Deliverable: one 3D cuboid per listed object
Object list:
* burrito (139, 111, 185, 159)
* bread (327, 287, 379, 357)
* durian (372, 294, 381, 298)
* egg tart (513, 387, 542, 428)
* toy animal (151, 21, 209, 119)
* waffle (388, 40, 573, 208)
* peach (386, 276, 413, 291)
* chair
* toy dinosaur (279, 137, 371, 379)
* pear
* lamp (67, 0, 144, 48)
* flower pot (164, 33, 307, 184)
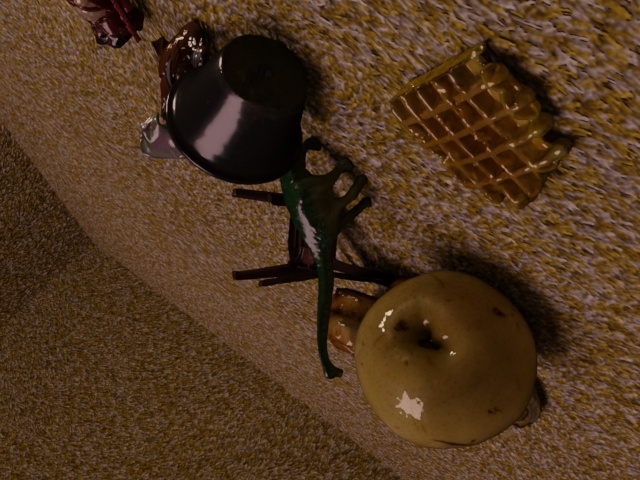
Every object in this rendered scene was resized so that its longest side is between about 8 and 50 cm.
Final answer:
[{"bbox_3d":[-0.209,-0.193,1.533,0.144,0.229,0.089,160,95,-70],"label":"burrito"},{"bbox_3d":[0.101,0.174,1.689,0.198,0.120,0.236,20,-178,-13],"label":"bread"},{"bbox_3d":[0.159,0.213,1.871,0.208,0.102,0.146,42,159,-9],"label":"durian"},{"bbox_3d":[0.295,0.286,1.713,0.315,0.120,0.315,39,162,15],"label":"egg tart"},{"bbox_3d":[-0.239,-0.288,1.504,0.089,0.188,0.179,6,-159,-29],"label":"toy animal"},{"bbox_3d":[0.213,-0.129,1.068,0.219,0.057,0.229,47,161,-13],"label":"waffle"},{"bbox_3d":[0.177,0.104,1.650,0.098,0.061,0.098,33,-179,-1],"label":"peach"},{"bbox_3d":[0.000,0.000,1.706,0.327,0.183,0.176,1,-174,-33],"label":"chair"},{"bbox_3d":[-0.043,-0.014,1.463,0.447,0.301,0.087,44,163,-9],"label":"toy dinosaur"},{"bbox_3d":[0.212,0.201,1.439,0.309,0.309,0.309,38,161,16],"label":"pear"},{"bbox_3d":[-0.411,-0.465,1.535,0.118,0.118,0.253,29,158,36],"label":"lamp"},{"bbox_3d":[-0.110,-0.222,1.339,0.235,0.235,0.148,43,141,1],"label":"flower pot"}]
